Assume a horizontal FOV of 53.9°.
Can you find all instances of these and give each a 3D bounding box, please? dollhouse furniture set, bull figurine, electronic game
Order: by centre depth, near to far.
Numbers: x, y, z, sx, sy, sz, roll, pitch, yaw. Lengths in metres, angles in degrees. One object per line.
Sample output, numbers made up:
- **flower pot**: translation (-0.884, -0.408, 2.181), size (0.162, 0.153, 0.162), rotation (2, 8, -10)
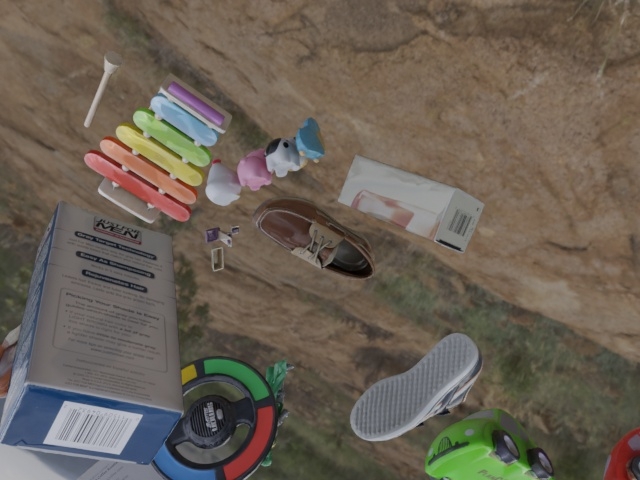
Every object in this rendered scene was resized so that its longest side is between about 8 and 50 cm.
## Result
- **electronic game**: translation (-0.185, 0.304, 1.058), size (0.229, 0.229, 0.048), rotation (21, 153, 19)
- **bull figurine**: translation (-0.568, 0.227, 1.207), size (0.101, 0.188, 0.310), rotation (38, 165, -10)
- **dollhouse furniture set**: translation (-0.237, 0.028, 1.632), size (0.081, 0.091, 0.114), rotation (28, 124, 46)

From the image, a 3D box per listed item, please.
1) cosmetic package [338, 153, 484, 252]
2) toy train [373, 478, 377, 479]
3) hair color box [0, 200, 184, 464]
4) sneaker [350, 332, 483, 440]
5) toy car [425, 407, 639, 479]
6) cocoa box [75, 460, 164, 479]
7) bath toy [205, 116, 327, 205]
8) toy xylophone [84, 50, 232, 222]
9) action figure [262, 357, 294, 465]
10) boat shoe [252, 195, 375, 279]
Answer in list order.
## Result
- **cosmetic package**: translation (0.206, -0.088, 1.469), size (0.296, 0.129, 0.153), rotation (27, -174, 42)
- **toy train**: translation (0.108, 0.482, 1.146), size (0.036, 0.027, 0.158), rotation (-8, 131, 8)
- **hair color box**: translation (-0.284, 0.104, 0.811), size (0.174, 0.347, 0.105), rotation (21, 118, -28)
- **sneaker**: translation (0.220, 0.334, 1.362), size (0.127, 0.321, 0.126), rotation (41, -165, -51)
- **toy car**: translation (0.160, 0.173, 0.470), size (0.225, 0.053, 0.239), rotation (34, 121, -32)
- **cocoa box**: translation (-0.390, 0.569, 1.164), size (0.231, 0.347, 0.228), rotation (40, 147, 17)
- **bath toy**: translation (-0.158, -0.208, 1.683), size (0.348, 0.129, 0.151), rotation (-22, 159, 21)
- **toy xylophone**: translation (-0.287, -0.167, 1.051), size (0.236, 0.081, 0.323), rotation (28, 139, -11)
- **action figure**: translation (-0.110, 0.402, 1.457), size (0.063, 0.232, 0.137), rotation (17, 152, -11)
- **boat shoe**: translation (0.000, 0.000, 1.408), size (0.324, 0.123, 0.116), rotation (21, -159, -29)
